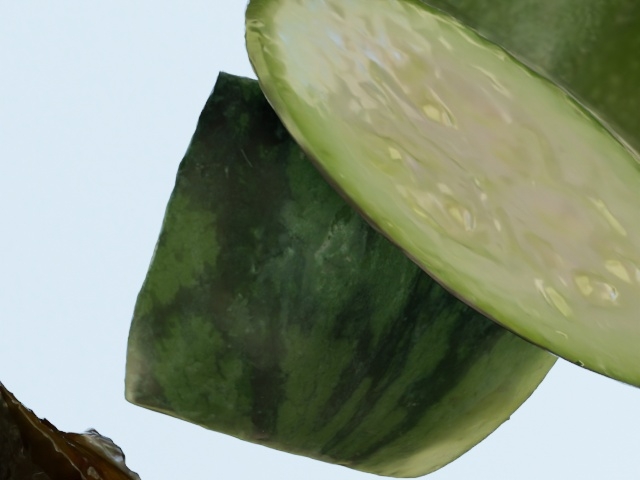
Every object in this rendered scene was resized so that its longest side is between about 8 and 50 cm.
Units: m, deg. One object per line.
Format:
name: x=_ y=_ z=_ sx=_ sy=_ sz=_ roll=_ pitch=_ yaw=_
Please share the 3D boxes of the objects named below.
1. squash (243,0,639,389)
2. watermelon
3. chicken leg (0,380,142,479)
squash: x=0.175 y=-0.157 z=0.842 sx=0.384 sy=0.263 sz=0.263 roll=-52 pitch=-42 yaw=-17
watermelon: x=0.000 y=0.000 z=1.085 sx=0.262 sy=0.201 sz=0.213 roll=17 pitch=-78 yaw=-33
chicken leg: x=-0.100 y=0.095 z=0.329 sx=0.093 sy=0.304 sz=0.113 roll=6 pitch=-72 yaw=19
